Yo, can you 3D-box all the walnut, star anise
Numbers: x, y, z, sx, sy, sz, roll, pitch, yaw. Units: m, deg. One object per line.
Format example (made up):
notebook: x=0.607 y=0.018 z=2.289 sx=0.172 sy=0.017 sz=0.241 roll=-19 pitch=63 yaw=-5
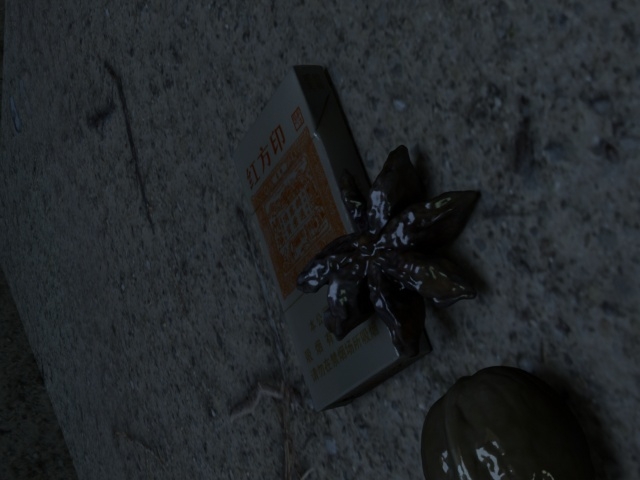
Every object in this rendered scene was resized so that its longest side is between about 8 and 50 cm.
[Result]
walnut: x=0.157 y=0.189 z=0.754 sx=0.162 sy=0.140 sz=0.140 roll=62 pitch=145 yaw=13
star anise: x=0.071 y=0.018 z=0.886 sx=0.197 sy=0.073 sz=0.212 roll=30 pitch=101 yaw=34

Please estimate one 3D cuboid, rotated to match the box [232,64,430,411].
box: x=-0.001 y=-0.001 z=1.058 sx=0.204 sy=0.051 sz=0.365 roll=-46 pitch=57 yaw=53
